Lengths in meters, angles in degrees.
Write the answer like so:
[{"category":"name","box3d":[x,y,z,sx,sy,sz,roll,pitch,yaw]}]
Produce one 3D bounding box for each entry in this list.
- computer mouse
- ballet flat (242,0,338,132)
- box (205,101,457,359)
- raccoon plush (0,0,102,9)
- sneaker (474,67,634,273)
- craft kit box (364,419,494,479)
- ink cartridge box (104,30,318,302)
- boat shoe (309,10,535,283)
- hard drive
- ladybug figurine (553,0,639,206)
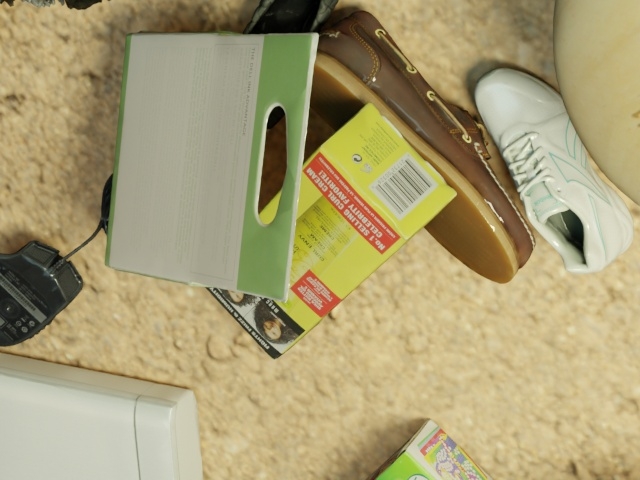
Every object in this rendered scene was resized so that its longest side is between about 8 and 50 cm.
[{"category":"computer mouse","box3d":[-0.195,0.006,1.355,0.242,0.041,0.071,-37,102,28]},{"category":"ballet flat","box3d":[-0.031,-0.139,1.187,0.057,0.049,0.173,34,124,11]},{"category":"box","box3d":[0.000,0.000,1.184,0.087,0.058,0.232,47,146,0]},{"category":"raccoon plush","box3d":[-0.332,-0.240,1.117,0.446,0.299,0.216,-18,79,30]},{"category":"sneaker","box3d":[0.149,-0.045,1.130,0.054,0.061,0.152,-33,93,37]},{"category":"craft kit box","box3d":[0.091,0.299,1.328,0.250,0.061,0.246,45,128,2]},{"category":"ink cartridge box","box3d":[-0.060,-0.053,1.147,0.235,0.056,0.171,9,93,52]},{"category":"boat shoe","box3d":[0.074,-0.066,1.151,0.207,0.073,0.073,49,152,0]},{"category":"hard drive","box3d":[-0.261,0.206,1.473,0.353,0.047,0.233,9,116,25]},{"category":"ladybug figurine","box3d":[0.332,-0.167,0.913,0.449,0.162,0.305,-29,98,35]}]
